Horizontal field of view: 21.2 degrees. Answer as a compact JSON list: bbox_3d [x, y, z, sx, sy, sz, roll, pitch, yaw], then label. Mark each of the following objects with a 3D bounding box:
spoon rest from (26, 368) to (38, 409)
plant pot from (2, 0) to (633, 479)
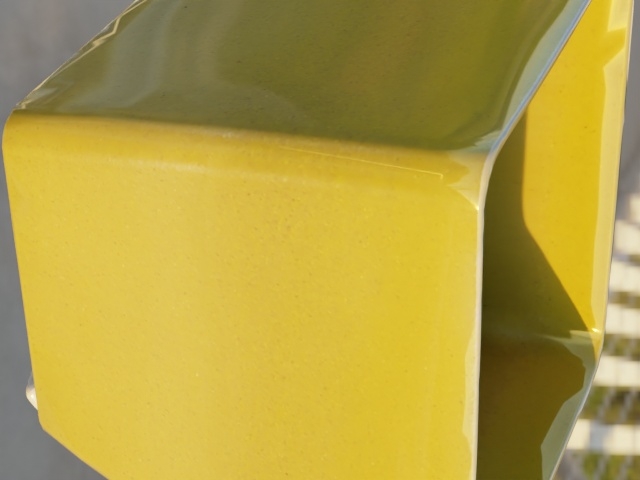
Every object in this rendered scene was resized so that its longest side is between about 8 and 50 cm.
[{"bbox_3d":[-0.029,0.061,0.986,0.137,0.276,0.084,-82,150,-53],"label":"spoon rest"},{"bbox_3d":[0.000,0.000,0.651,0.212,0.187,0.212,-56,150,-52],"label":"plant pot"}]
